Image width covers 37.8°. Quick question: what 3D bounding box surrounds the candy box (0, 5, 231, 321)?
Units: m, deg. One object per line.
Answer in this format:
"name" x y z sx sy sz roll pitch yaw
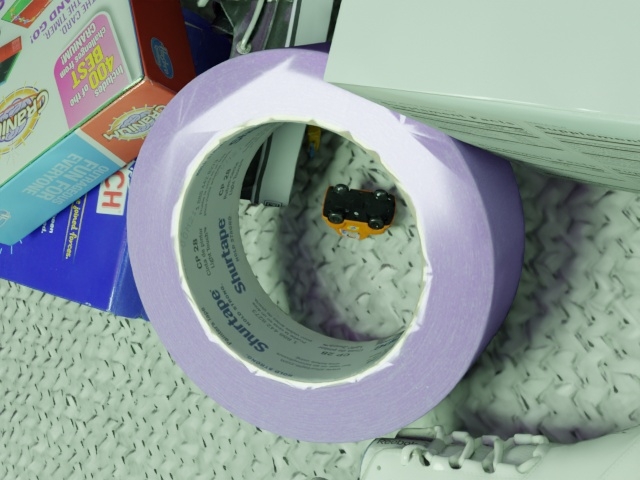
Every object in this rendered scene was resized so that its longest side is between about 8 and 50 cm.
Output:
"candy box" -0.229 -0.080 0.900 0.317 0.122 0.268 12 88 40

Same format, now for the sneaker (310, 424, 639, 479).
"sneaker" 0.092 0.175 0.603 0.297 0.111 0.129 -32 80 29

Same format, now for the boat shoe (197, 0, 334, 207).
"boat shoe" -0.047 -0.185 0.765 0.105 0.113 0.306 11 100 -6

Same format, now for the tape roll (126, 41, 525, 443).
"tape roll" 0.000 0.000 0.665 0.275 0.090 0.274 7 107 23

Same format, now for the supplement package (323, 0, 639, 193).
"supplement package" 0.174 -0.137 0.499 0.198 0.263 0.199 15 92 39

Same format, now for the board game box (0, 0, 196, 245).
"board game box" -0.234 -0.189 0.809 0.242 0.064 0.316 -29 60 27

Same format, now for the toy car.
"toy car" 0.024 -0.049 0.764 0.040 0.060 0.122 93 169 -53
